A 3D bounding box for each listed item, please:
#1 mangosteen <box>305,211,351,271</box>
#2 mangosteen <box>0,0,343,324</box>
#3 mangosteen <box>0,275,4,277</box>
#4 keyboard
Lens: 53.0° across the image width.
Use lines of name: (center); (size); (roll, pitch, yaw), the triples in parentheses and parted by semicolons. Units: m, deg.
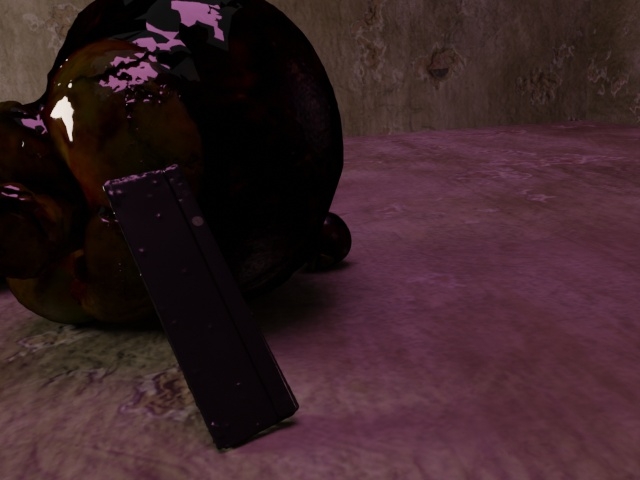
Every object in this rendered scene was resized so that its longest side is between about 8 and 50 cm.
mangosteen: (0.002, -0.002, 0.901); (0.081, 0.081, 0.081); (-3, 14, 1)
mangosteen: (-0.166, -0.077, 0.733); (0.381, 0.381, 0.421); (6, 56, 34)
mangosteen: (-0.519, -0.036, 0.933); (0.265, 0.228, 0.228); (-33, 0, 27)
keyboard: (-0.099, 0.046, 0.509); (0.072, 0.231, 0.023); (-20, -14, -31)
